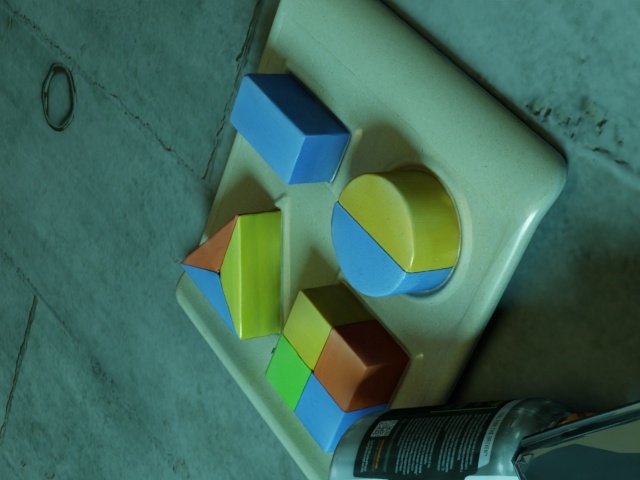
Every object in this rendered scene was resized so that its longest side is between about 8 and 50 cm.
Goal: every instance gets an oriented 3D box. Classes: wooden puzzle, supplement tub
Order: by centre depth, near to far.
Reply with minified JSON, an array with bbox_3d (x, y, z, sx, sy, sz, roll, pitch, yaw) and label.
[{"bbox_3d":[0.108,0.166,0.789,0.190,0.117,0.117,-13,82,43],"label":"supplement tub"},{"bbox_3d":[0.000,0.000,0.942,0.322,0.080,0.348,48,126,37],"label":"wooden puzzle"}]

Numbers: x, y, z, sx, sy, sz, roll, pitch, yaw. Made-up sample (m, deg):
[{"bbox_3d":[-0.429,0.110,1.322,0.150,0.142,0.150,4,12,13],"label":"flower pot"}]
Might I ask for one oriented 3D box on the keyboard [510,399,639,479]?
[{"bbox_3d":[0.271,0.155,0.611,0.317,0.033,0.202,-23,87,30],"label":"keyboard"}]
